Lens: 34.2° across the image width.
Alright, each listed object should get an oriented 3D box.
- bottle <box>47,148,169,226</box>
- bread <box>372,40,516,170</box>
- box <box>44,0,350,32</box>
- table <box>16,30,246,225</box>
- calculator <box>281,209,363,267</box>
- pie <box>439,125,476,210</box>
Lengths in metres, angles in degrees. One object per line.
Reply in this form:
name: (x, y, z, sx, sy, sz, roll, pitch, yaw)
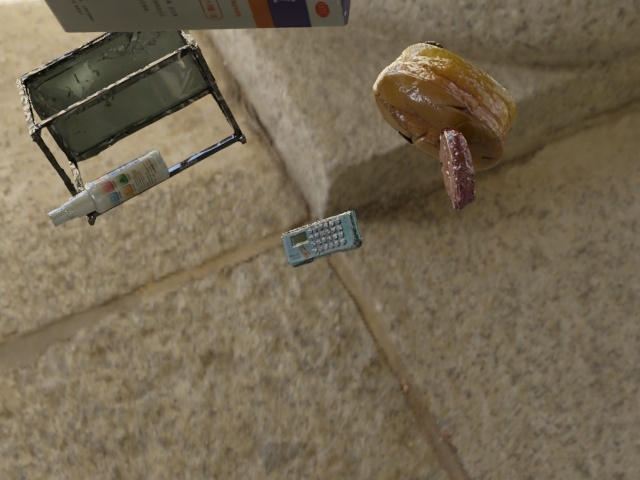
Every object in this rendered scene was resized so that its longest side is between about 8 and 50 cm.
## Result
bottle: (-0.365, -0.085, 1.787, 0.217, 0.060, 0.060, -31, 68, -19)
bread: (0.225, -0.238, 1.897, 0.269, 0.195, 0.143, 31, 66, 6)
box: (-0.127, -0.290, 0.967, 0.299, 0.200, 0.106, 1, 71, 7)
table: (-0.357, -0.247, 1.956, 0.335, 0.222, 0.272, -29, 36, -3)
calculator: (0.000, 0.000, 1.526, 0.018, 0.172, 0.057, -11, 87, -39)
pie: (0.232, -0.123, 1.773, 0.036, 0.154, 0.155, -11, 61, -3)
